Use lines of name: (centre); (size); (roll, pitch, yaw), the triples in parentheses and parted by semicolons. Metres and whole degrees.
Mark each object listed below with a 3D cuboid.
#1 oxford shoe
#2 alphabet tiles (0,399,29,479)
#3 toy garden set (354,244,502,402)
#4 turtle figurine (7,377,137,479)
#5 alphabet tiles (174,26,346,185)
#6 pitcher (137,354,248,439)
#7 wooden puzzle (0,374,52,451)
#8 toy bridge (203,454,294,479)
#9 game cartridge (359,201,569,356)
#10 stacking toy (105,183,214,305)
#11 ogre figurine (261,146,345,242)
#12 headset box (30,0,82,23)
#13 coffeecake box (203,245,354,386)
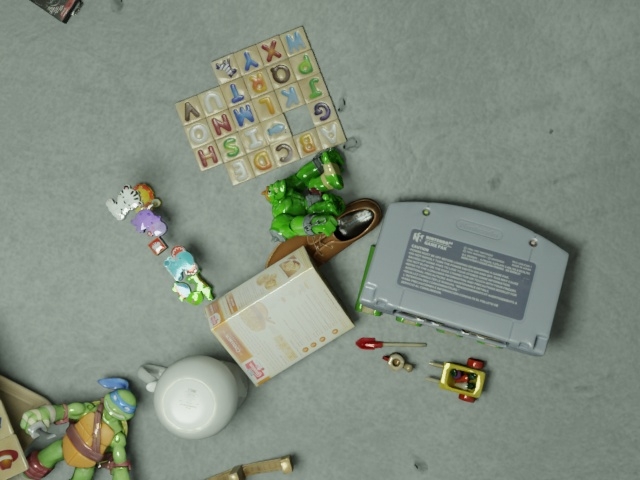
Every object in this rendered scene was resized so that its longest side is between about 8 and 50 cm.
oxford shoe: (0.000, 0.000, 1.881); (0.212, 0.076, 0.076); (-34, 93, 6)
alphabet tiles: (-0.601, 0.295, 1.815); (0.285, 0.011, 0.342); (-26, 82, 15)
toy garden set: (0.174, 0.137, 1.891); (0.244, 0.049, 0.203); (14, 93, 2)
turtle figurine: (-0.392, 0.355, 1.837); (0.198, 0.274, 0.266); (25, 120, -32)
alphabet tiles: (-0.103, -0.207, 1.907); (0.237, 0.009, 0.198); (-21, 92, 3)
pitcher: (-0.210, 0.231, 1.836); (0.178, 0.207, 0.125); (9, 93, 3)
wooden puzzle: (-0.583, 0.286, 1.899); (0.239, 0.044, 0.221); (36, 102, -25)
toy bridge: (-0.134, 0.379, 1.911); (0.188, 0.063, 0.026); (-18, 92, 5)
game cartridge: (0.226, 0.048, 1.849); (0.294, 0.060, 0.196); (17, 75, 5)
stacking toy: (-0.236, 0.005, 1.845); (0.052, 0.167, 0.221); (-38, 90, 4)
ogre figurine: (-0.022, -0.060, 1.839); (0.118, 0.097, 0.197); (-23, 53, 21)
headset box: (-0.420, -0.390, 1.900); (0.083, 0.032, 0.062); (33, 94, 0)
coffeecake box: (-0.064, 0.120, 1.862); (0.185, 0.068, 0.142); (-32, 124, 3)
